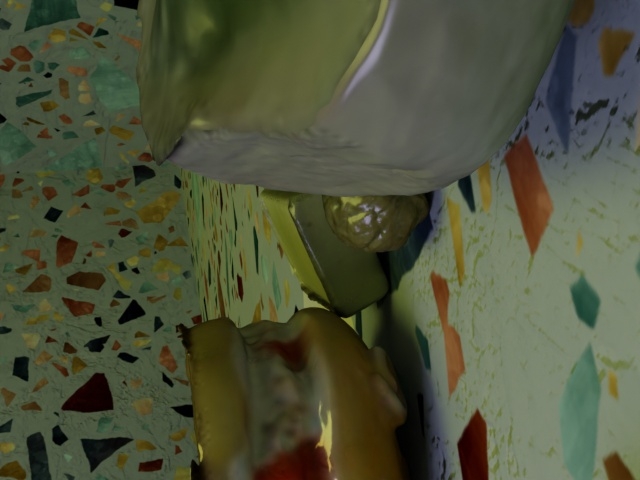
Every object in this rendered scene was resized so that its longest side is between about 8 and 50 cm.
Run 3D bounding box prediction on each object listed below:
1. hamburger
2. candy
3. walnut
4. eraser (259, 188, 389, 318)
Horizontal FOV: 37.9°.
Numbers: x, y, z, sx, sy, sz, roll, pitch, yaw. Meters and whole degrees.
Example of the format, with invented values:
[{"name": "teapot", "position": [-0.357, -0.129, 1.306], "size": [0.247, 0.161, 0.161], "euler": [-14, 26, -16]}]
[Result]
[{"name": "hamburger", "position": [-0.014, 0.205, 0.769], "size": [0.261, 0.186, 0.303], "euler": [94, 170, -51]}, {"name": "candy", "position": [0.014, -0.222, 0.475], "size": [0.386, 0.186, 0.427], "euler": [144, 123, -66]}, {"name": "walnut", "position": [0.041, -0.032, 0.687], "size": [0.092, 0.092, 0.092], "euler": [175, 90, -78]}, {"name": "eraser", "position": [0.000, 0.000, 0.869], "size": [0.117, 0.058, 0.172], "euler": [66, 171, -10]}]
